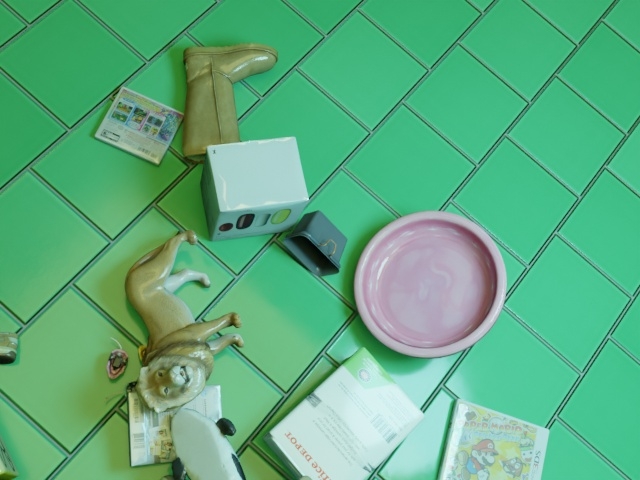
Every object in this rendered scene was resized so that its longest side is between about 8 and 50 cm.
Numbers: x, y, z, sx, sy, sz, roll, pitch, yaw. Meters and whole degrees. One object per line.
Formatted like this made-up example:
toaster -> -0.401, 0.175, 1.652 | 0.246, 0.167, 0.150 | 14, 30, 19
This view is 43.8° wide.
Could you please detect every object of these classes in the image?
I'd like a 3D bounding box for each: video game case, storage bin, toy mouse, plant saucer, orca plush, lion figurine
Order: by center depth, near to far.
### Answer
orca plush -> -0.175, 0.428, 1.514 | 0.287, 0.102, 0.151 | 21, 76, 35
lion figurine -> -0.309, 0.156, 1.625 | 0.240, 0.142, 0.392 | -22, 56, -20
toy mouse -> -0.390, 0.276, 1.630 | 0.161, 0.031, 0.143 | 39, 68, -2
video game case -> 0.379, 0.480, 1.745 | 0.227, 0.026, 0.206 | 20, 69, -6
plant saucer -> 0.242, 0.101, 1.754 | 0.332, 0.084, 0.332 | -6, 69, 15
storage bin -> 0.000, 0.000, 1.766 | 0.135, 0.098, 0.091 | 44, 54, -27
video game case -> -0.410, -0.261, 1.813 | 0.157, 0.019, 0.143 | 24, 68, -4

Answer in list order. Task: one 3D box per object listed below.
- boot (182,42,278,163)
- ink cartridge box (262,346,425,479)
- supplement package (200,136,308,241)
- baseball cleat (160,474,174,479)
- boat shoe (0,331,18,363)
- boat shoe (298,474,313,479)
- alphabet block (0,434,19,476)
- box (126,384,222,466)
boot -> -0.206, -0.315, 1.847 | 0.236, 0.089, 0.269 | -5, 73, -4
ink cartridge box -> 0.046, 0.388, 1.650 | 0.273, 0.115, 0.198 | -39, 84, -22
supplement package -> -0.148, -0.107, 1.723 | 0.194, 0.203, 0.149 | -9, 74, -15
baseball cleat -> -0.230, 0.535, 1.573 | 0.109, 0.072, 0.206 | -32, 86, -34
boat shoe -> -0.698, 0.199, 1.576 | 0.190, 0.068, 0.072 | 10, 57, -20
boat shoe -> -0.130, 0.561, 1.439 | 0.341, 0.121, 0.110 | -31, 66, -24
alphabet block -> -0.688, 0.383, 1.444 | 0.193, 0.192, 0.197 | -26, 78, -18
box -> -0.291, 0.370, 1.602 | 0.186, 0.038, 0.145 | -2, 79, -19
